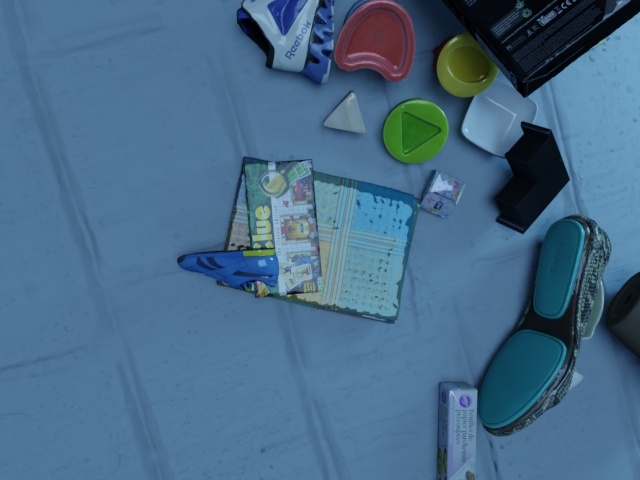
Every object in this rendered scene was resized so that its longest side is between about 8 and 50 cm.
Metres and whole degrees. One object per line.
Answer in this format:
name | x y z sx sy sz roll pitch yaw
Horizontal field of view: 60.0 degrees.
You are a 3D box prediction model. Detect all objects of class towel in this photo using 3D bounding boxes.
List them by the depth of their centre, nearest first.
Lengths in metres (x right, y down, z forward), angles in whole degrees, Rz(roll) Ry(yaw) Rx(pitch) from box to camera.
towel | 0.000 0.000 1.114 0.370 0.040 0.271 12 88 -6

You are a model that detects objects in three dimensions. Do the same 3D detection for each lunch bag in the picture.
lunch bag | 0.249 -0.095 1.140 0.071 0.053 0.083 24 97 -7

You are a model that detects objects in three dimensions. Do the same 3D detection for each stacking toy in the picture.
stacking toy | 0.161 -0.324 1.113 0.309 0.130 0.279 19 116 -11

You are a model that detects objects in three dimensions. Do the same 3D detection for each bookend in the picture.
bookend | 0.407 -0.124 1.115 0.157 0.072 0.156 -49 131 -4

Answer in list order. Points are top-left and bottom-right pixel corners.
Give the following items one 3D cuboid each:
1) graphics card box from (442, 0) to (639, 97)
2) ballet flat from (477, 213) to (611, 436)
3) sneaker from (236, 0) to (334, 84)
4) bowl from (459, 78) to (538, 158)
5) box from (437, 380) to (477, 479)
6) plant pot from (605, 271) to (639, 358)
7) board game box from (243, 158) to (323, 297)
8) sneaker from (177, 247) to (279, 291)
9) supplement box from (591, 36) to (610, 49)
graphics card box | 0.331 -0.460 0.942 0.233 0.094 0.371 -38 72 14
ballet flat | 0.491 0.190 1.142 0.182 0.164 0.482 24 86 -28
sneaker | -0.066 -0.463 1.048 0.182 0.127 0.315 2 93 -10
bowl | 0.364 -0.248 1.153 0.142 0.053 0.142 26 87 -8
box | 0.281 0.461 1.150 0.063 0.067 0.324 1 92 -8
plant pot | 0.732 0.182 1.138 0.229 0.263 0.263 31 87 10
board game box | -0.072 -0.023 1.073 0.136 0.030 0.259 -6 91 -4
sneaker | -0.176 0.057 1.034 0.209 0.069 0.082 -2 94 20
supplement box | 0.545 -0.436 1.173 0.083 0.056 0.083 -29 95 -6
